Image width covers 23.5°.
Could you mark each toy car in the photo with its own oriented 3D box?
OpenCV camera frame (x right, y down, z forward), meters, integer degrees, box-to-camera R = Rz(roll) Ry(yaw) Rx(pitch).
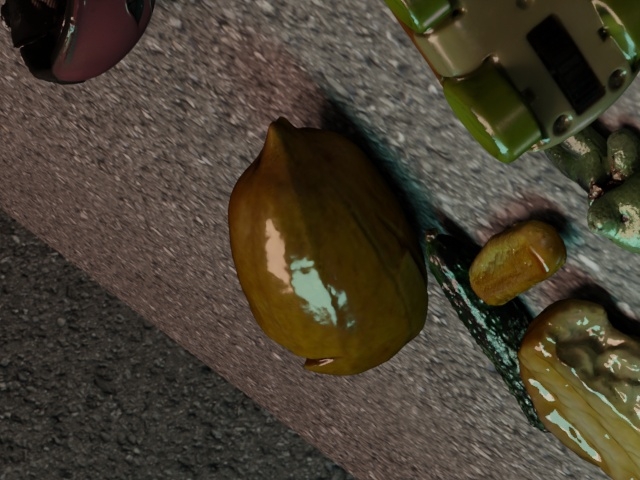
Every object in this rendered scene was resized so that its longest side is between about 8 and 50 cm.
[{"bbox_3d":[0.106,-0.184,1.078,0.235,0.145,0.235,51,178,2],"label":"toy car"}]

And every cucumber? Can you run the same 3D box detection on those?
[{"bbox_3d":[0.195,0.095,1.672,0.067,0.067,0.293,18,150,54],"label":"cucumber"}]

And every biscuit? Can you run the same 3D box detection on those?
[{"bbox_3d":[0.313,0.171,1.546,0.274,0.091,0.213,40,161,1],"label":"biscuit"}]

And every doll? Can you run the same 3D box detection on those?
[{"bbox_3d":[0.226,-0.046,1.240,0.150,0.077,0.115,48,156,24],"label":"doll"}]

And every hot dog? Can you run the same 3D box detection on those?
[{"bbox_3d":[0.193,0.018,1.510,0.066,0.047,0.216,55,165,6],"label":"hot dog"}]

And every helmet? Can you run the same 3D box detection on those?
[{"bbox_3d":[-0.244,-0.266,1.620,0.253,0.154,0.198,-10,89,59],"label":"helmet"}]

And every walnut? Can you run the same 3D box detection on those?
[{"bbox_3d":[0.000,0.000,1.656,0.209,0.209,0.336,26,150,44],"label":"walnut"}]
